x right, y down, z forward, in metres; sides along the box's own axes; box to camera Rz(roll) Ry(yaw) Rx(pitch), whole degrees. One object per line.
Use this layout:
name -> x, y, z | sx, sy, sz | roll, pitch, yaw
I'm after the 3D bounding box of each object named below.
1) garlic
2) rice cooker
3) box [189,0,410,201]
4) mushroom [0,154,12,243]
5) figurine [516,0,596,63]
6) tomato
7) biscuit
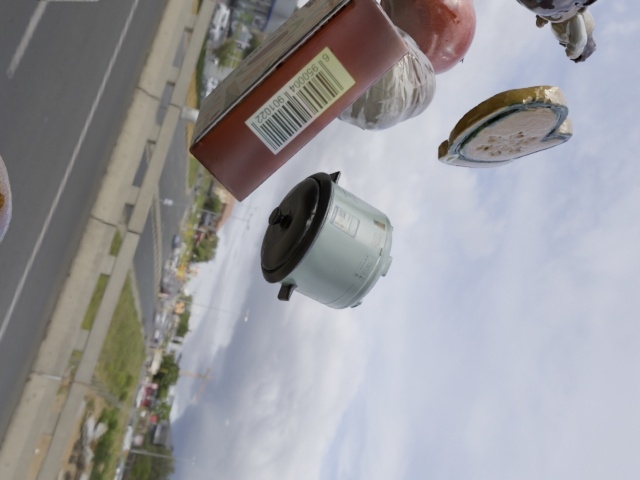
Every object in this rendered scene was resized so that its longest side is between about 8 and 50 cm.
garlic -> 0.124, -0.420, 1.426 | 0.317, 0.317, 0.259 | -96, -162, -56
rice cooker -> 0.000, 0.000, 1.121 | 0.241, 0.227, 0.281 | -5, -120, 63
box -> -0.058, -0.279, 0.989 | 0.344, 0.122, 0.385 | -40, -157, 10
mushroom -> -0.644, -0.070, 0.927 | 0.297, 0.163, 0.278 | -33, -108, 16
figurine -> 0.562, -0.575, 1.358 | 0.365, 0.206, 0.218 | 51, 33, -59
tomato -> 0.331, -0.709, 1.840 | 0.341, 0.272, 0.342 | 17, -71, 62
biscuit -> 0.439, -0.241, 1.296 | 0.344, 0.287, 0.057 | 132, -45, -68
